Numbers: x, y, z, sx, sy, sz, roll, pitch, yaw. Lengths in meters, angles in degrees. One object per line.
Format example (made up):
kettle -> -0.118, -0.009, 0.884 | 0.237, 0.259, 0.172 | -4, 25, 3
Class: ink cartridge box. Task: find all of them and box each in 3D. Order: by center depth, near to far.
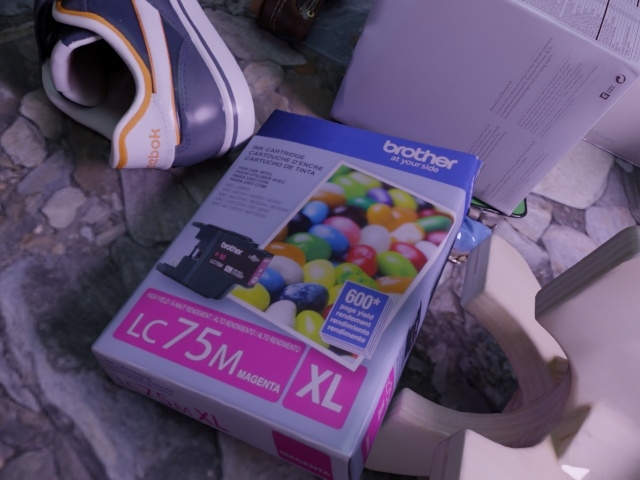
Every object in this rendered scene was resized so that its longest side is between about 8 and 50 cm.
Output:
ink cartridge box -> 0.000, 0.000, 0.462 | 0.186, 0.065, 0.311 | 17, 52, 19

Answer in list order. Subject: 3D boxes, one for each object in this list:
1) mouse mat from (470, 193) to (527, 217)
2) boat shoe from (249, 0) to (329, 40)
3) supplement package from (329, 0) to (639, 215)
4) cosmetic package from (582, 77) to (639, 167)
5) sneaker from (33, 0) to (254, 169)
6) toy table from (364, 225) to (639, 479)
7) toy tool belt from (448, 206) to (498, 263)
mouse mat -> 0.142, -0.114, 0.637 | 0.153, 0.007, 0.189 | 13, 56, -9
boat shoe -> 0.004, -0.292, 0.667 | 0.073, 0.073, 0.207 | 31, 63, 1
supplement package -> 0.148, -0.170, 0.552 | 0.203, 0.194, 0.149 | 29, 55, 2
cosmetic package -> 0.398, -0.237, 0.724 | 0.160, 0.113, 0.309 | 28, 57, 1
sneaker -> -0.187, -0.198, 0.518 | 0.127, 0.126, 0.321 | -23, 70, -33
toy table -> 0.148, 0.115, 0.377 | 0.161, 0.252, 0.274 | 37, 27, -7
toy tool belt -> 0.129, -0.006, 0.540 | 0.083, 0.051, 0.052 | 18, 57, -6
